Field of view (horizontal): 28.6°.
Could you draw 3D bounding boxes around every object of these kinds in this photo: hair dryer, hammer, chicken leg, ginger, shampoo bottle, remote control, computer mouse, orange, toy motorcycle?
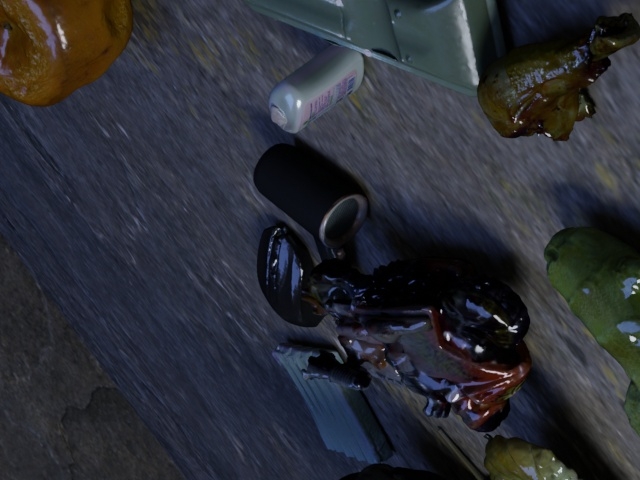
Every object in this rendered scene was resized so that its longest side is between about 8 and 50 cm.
[{"bbox_3d":[0.000,0.000,1.468,0.128,0.070,0.255,39,159,31],"label":"hair dryer"},{"bbox_3d":[0.186,0.281,1.588,0.110,0.019,0.035,51,160,17],"label":"hammer"},{"bbox_3d":[0.180,-0.121,0.920,0.093,0.070,0.178,18,159,-13],"label":"chicken leg"},{"bbox_3d":[0.285,0.112,1.038,0.290,0.089,0.137,54,177,-14],"label":"ginger"},{"bbox_3d":[-0.008,-0.144,1.201,0.043,0.099,0.072,47,158,14],"label":"shampoo bottle"},{"bbox_3d":[0.019,-0.218,1.082,0.335,0.065,0.128,29,147,43],"label":"remote control"},{"bbox_3d":[-0.045,0.054,1.636,0.099,0.057,0.172,34,149,42],"label":"computer mouse"},{"bbox_3d":[-0.335,-0.295,1.519,0.249,0.183,0.249,23,135,25],"label":"orange"},{"bbox_3d":[0.079,0.102,1.341,0.401,0.134,0.207,5,135,47],"label":"toy motorcycle"}]

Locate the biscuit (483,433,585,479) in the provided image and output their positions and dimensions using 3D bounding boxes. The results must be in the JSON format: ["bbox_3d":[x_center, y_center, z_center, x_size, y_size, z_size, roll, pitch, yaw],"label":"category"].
[{"bbox_3d":[0.263,0.289,1.319,0.273,0.036,0.187,41,165,-17],"label":"biscuit"}]

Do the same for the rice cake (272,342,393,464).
[{"bbox_3d":[0.015,0.232,1.817,0.198,0.037,0.189,59,157,-15],"label":"rice cake"}]

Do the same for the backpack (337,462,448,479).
[{"bbox_3d":[0.154,0.491,1.535,0.445,0.363,0.255,27,158,4],"label":"backpack"}]
